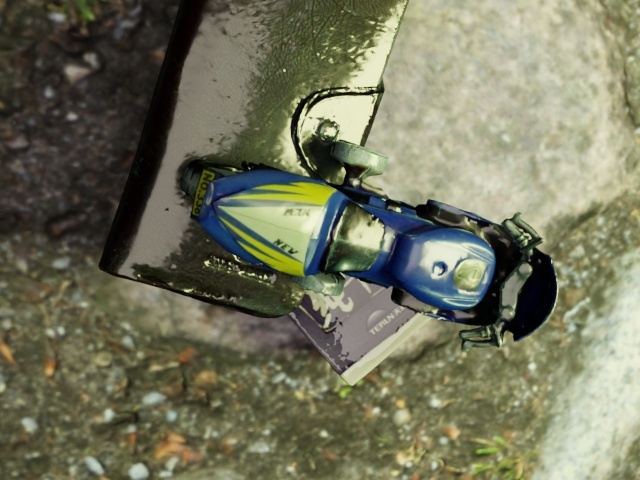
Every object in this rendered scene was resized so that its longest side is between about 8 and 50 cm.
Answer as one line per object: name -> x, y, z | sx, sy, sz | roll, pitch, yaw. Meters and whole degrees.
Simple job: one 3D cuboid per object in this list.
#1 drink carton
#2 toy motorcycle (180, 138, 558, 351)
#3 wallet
drink carton -> 0.000, -0.001, 0.642 | 0.134, 0.102, 0.222 | -40, 103, -1
toy motorcycle -> 0.053, 0.003, 0.489 | 0.315, 0.169, 0.113 | 14, 99, -30
wallet -> -0.043, -0.101, 0.544 | 0.173, 0.045, 0.317 | 18, 93, -17
